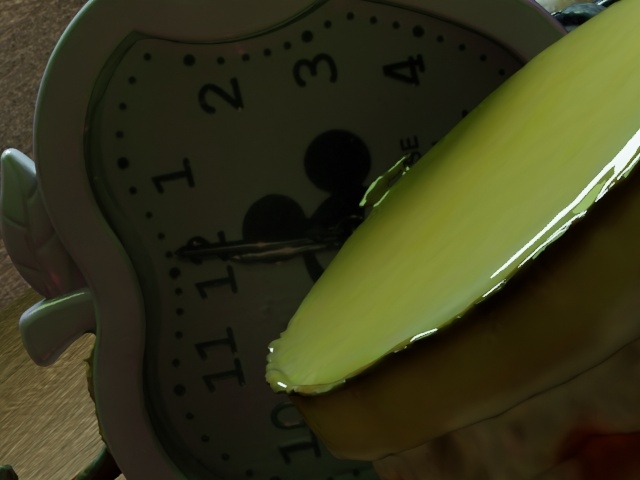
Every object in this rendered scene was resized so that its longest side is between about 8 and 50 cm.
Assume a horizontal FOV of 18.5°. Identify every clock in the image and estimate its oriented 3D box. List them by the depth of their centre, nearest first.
[{"bbox_3d":[0.000,0.000,1.046,0.338,0.338,0.102,-35,7,10],"label":"clock"}]

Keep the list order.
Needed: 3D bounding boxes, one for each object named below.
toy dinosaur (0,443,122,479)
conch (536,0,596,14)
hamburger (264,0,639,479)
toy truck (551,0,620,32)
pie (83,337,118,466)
[{"bbox_3d":[-0.240,0.200,1.460,0.327,0.113,0.206,-59,-17,24],"label":"toy dinosaur"},{"bbox_3d":[0.247,-0.225,1.900,0.255,0.127,0.158,-15,-20,1],"label":"conch"},{"bbox_3d":[0.138,0.018,0.860,0.261,0.186,0.302,-28,23,48],"label":"hamburger"},{"bbox_3d":[0.103,-0.029,1.220,0.363,0.178,0.176,-31,5,31],"label":"toy truck"},{"bbox_3d":[-0.054,0.015,1.388,0.339,0.083,0.339,-50,-28,-39],"label":"pie"}]
